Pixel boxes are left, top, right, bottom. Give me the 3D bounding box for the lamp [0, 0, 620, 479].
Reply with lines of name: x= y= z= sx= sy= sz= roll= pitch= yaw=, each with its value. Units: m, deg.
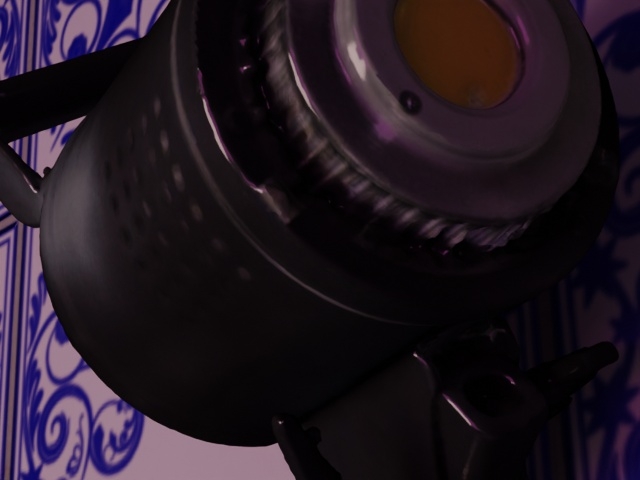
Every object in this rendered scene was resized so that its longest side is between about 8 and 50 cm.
lamp: x=-0.004 y=-0.041 z=0.733 sx=0.374 sy=0.205 sz=0.272 roll=50 pitch=141 yaw=24
